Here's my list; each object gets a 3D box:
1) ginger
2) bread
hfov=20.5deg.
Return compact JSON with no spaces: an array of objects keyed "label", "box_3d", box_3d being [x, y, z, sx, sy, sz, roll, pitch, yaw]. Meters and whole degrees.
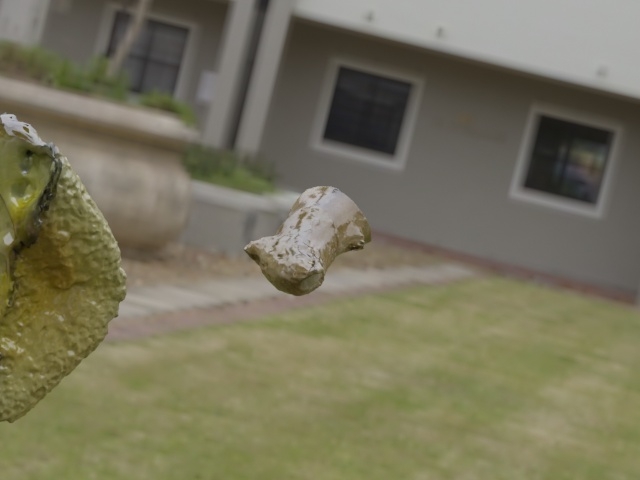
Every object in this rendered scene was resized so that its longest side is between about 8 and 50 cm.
[{"label":"ginger","box_3d":[-0.005,-0.001,1.108,0.057,0.044,0.137,38,29,3]},{"label":"bread","box_3d":[-0.236,0.018,1.435,0.133,0.252,0.174,5,12,-39]}]
